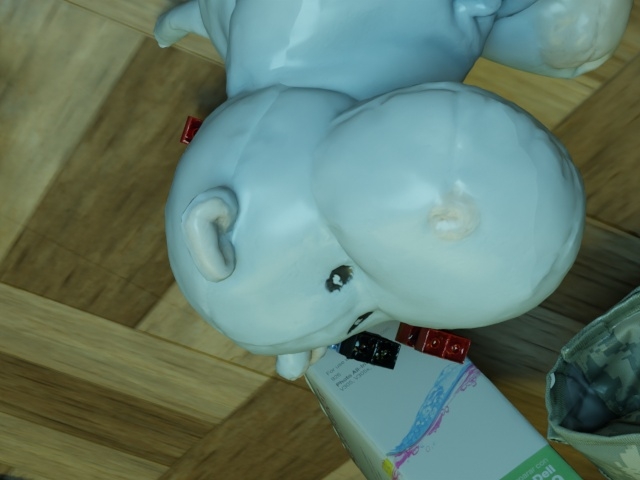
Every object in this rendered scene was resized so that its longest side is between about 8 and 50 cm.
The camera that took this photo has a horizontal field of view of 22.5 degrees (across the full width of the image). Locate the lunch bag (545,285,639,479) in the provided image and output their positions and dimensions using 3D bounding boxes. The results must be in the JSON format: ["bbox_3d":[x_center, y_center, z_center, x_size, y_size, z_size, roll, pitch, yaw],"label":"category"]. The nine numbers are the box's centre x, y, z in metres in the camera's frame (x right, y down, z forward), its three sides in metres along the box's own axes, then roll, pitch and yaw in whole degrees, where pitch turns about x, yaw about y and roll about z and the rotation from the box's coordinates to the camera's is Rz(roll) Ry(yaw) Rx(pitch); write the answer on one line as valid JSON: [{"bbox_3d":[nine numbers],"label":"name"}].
[{"bbox_3d":[0.301,0.104,0.951,0.287,0.168,0.235,-17,140,30],"label":"lunch bag"}]

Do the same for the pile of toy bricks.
[{"bbox_3d":[0.000,0.000,0.953,0.212,0.118,0.105,18,-179,-29],"label":"pile of toy bricks"}]

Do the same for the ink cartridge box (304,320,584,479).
[{"bbox_3d":[0.092,0.153,1.054,0.212,0.093,0.154,45,168,36],"label":"ink cartridge box"}]

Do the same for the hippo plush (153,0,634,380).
[{"bbox_3d":[0.002,-0.081,0.672,0.294,0.236,0.234,-2,147,19],"label":"hippo plush"}]
